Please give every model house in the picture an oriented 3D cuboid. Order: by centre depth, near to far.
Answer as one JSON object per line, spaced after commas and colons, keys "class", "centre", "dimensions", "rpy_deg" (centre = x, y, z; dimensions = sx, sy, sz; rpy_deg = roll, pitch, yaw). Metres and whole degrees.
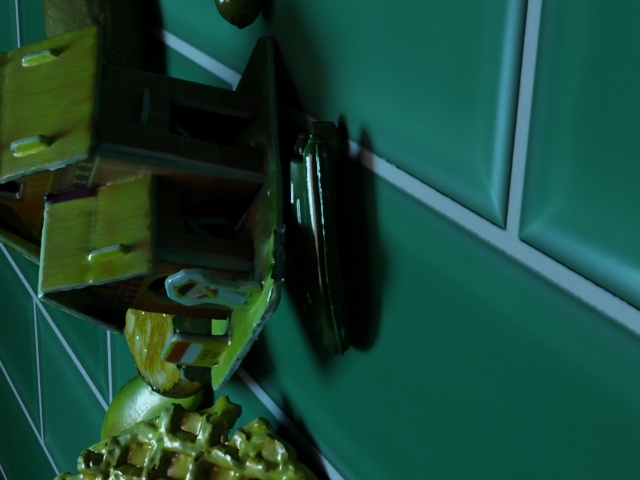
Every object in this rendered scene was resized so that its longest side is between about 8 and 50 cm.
{"class": "model house", "centre": [-0.230, -0.017, 1.152], "dimensions": [0.340, 0.323, 0.300], "rpy_deg": [124, 150, -51]}

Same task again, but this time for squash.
{"class": "squash", "centre": [-0.082, -0.294, 1.142], "dimensions": [0.052, 0.052, 0.183], "rpy_deg": [20, 117, 62]}

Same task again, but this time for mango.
{"class": "mango", "centre": [-0.213, 0.234, 1.526], "dimensions": [0.233, 0.111, 0.125], "rpy_deg": [-43, 70, 46]}

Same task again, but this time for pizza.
{"class": "pizza", "centre": [-0.166, 0.064, 1.386], "dimensions": [0.323, 0.089, 0.223], "rpy_deg": [-164, 78, -69]}

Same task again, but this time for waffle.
{"class": "waffle", "centre": [-0.137, 0.322, 1.207], "dimensions": [0.302, 0.325, 0.068], "rpy_deg": [62, -169, 18]}

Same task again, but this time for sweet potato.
{"class": "sweet potato", "centre": [-0.287, -0.343, 1.480], "dimensions": [0.130, 0.130, 0.423], "rpy_deg": [153, 111, -64]}

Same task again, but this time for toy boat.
{"class": "toy boat", "centre": [0.000, 0.000, 1.062], "dimensions": [0.104, 0.052, 0.210], "rpy_deg": [-146, 50, -78]}

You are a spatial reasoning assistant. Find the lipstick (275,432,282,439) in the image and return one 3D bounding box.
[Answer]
{"class": "lipstick", "centre": [-0.121, 0.285, 1.403], "dimensions": [0.357, 0.057, 0.057], "rpy_deg": [-47, 56, 60]}
